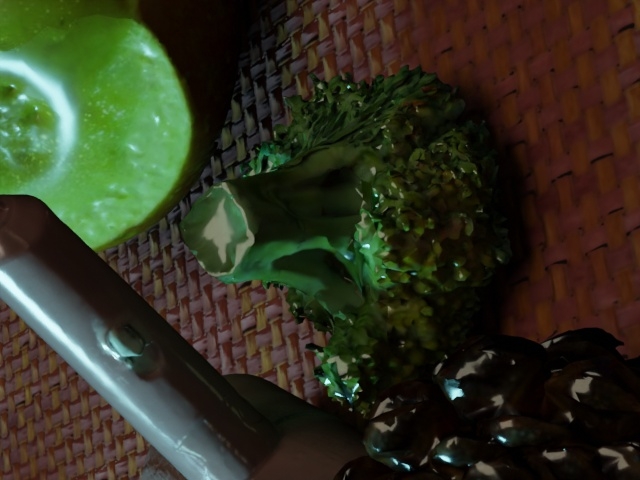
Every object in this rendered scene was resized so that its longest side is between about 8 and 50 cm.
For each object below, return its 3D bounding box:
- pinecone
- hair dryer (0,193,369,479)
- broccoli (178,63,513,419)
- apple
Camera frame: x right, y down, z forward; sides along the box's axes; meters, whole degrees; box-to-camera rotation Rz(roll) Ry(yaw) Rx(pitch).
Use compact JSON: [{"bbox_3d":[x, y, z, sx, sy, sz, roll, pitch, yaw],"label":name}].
[{"bbox_3d":[0.107,0.139,0.803,0.221,0.221,0.221,-10,77,52],"label":"pinecone"},{"bbox_3d":[-0.069,0.098,0.942,0.125,0.352,0.210,-51,35,-12],"label":"hair dryer"},{"bbox_3d":[0.000,0.000,0.970,0.194,0.194,0.219,-31,72,47],"label":"broccoli"},{"bbox_3d":[-0.252,-0.155,1.206,0.384,0.374,0.374,-6,81,53],"label":"apple"}]
